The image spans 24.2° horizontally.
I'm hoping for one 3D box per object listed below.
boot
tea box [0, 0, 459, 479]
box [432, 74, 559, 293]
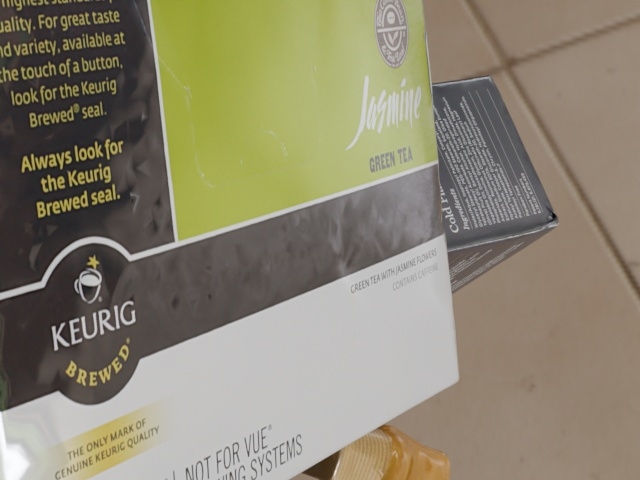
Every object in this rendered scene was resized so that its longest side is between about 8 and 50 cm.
[{"bbox_3d":[0.016,0.307,1.333,0.104,0.211,0.295,20,83,40],"label":"boot"},{"bbox_3d":[-0.117,-0.055,0.630,0.220,0.329,0.323,0,100,31],"label":"tea box"},{"bbox_3d":[0.000,0.000,1.514,0.312,0.343,0.179,-13,74,-39],"label":"box"}]
